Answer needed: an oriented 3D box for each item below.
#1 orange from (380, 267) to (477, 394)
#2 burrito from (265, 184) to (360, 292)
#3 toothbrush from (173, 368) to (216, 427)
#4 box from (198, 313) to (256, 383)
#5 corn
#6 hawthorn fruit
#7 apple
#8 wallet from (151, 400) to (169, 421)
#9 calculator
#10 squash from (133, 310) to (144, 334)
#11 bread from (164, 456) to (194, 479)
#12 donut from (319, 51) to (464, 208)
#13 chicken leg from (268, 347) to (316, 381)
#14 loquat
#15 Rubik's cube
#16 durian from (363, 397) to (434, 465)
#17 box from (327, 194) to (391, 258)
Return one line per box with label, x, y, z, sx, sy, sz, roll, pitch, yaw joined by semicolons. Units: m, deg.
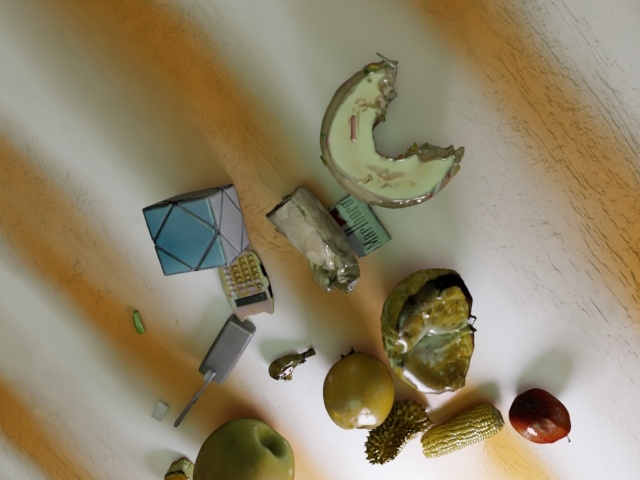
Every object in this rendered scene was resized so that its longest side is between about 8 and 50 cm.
orange;0.287;0.249;1.183;0.271;0.210;0.368;-18;110;-27
burrito;-0.001;0.000;1.189;0.190;0.135;0.332;-21;110;50
toothbrush;-0.449;0.558;1.452;0.029;0.024;0.354;37;119;2
box;-0.315;0.367;1.392;0.103;0.055;0.243;32;109;-3
corn;0.453;0.620;1.344;0.293;0.106;0.106;-32;100;18
hawthorn fruit;0.681;0.549;1.257;0.194;0.157;0.157;36;108;-1
apple;-0.242;0.765;1.373;0.339;0.338;0.305;27;89;-1
wallet;-0.596;0.635;1.534;0.044;0.011;0.083;31;108;-2
calculator;-0.238;0.138;1.327;0.157;0.033;0.236;-15;102;13
squash;-0.630;0.284;1.428;0.027;0.027;0.089;-10;103;11
bread;-0.527;0.908;1.576;0.128;0.069;0.140;-29;104;16
donut;0.165;-0.251;1.092;0.307;0.150;0.371;-39;98;17
chicken leg;-0.091;0.413;1.376;0.178;0.070;0.093;-34;106;6
loquat;0.113;0.458;1.281;0.244;0.244;0.243;2;107;7
Rubik's cube;-0.347;-0.035;1.198;0.205;0.207;0.205;-10;104;10
durian;0.228;0.600;1.319;0.250;0.183;0.138;-32;104;-30
box;0.114;-0.047;1.219;0.115;0.036;0.177;-32;100;17
